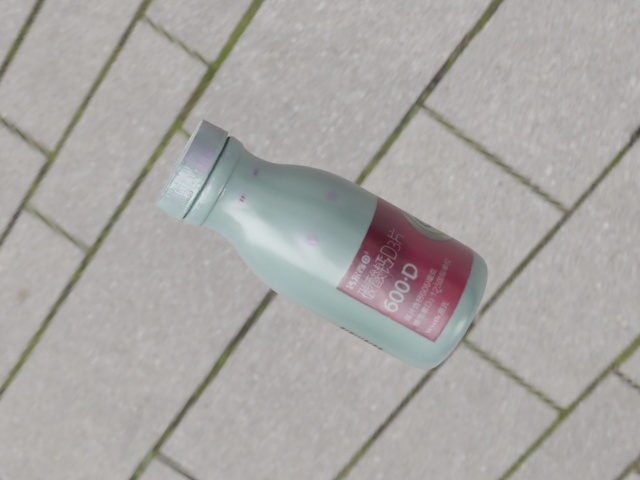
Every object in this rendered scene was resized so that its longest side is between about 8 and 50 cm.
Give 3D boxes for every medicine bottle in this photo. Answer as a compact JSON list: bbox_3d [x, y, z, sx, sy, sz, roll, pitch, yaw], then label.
[{"bbox_3d":[0.000,0.000,0.982,0.217,0.090,0.090,29,121,-9],"label":"medicine bottle"}]
